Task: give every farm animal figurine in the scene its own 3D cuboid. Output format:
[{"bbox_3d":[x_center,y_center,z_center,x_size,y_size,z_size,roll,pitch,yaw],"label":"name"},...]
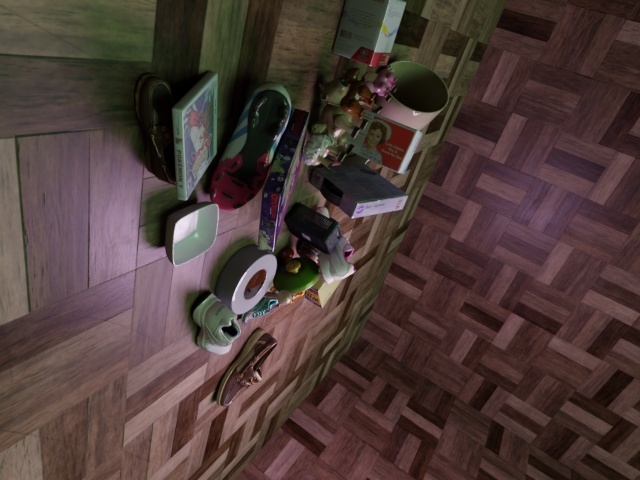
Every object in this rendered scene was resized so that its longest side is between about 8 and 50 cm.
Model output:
[{"bbox_3d":[0.067,-0.393,1.246,0.326,0.172,0.330,-56,174,27],"label":"farm animal figurine"}]

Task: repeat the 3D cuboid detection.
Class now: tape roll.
[{"bbox_3d":[-0.234,0.124,1.338,0.219,0.072,0.219,-50,158,-28],"label":"tape roll"}]

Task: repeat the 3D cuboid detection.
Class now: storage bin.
[{"bbox_3d":[-0.024,-0.040,1.463,0.084,0.180,0.122,-56,159,-16],"label":"storage bin"}]

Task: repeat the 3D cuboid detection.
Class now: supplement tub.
[{"bbox_3d":[0.000,0.000,1.692,0.198,0.106,0.106,-55,159,-19],"label":"supplement tub"}]

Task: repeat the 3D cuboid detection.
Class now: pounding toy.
[{"bbox_3d":[-0.118,0.111,1.516,0.237,0.183,0.110,-42,128,-34],"label":"pounding toy"}]

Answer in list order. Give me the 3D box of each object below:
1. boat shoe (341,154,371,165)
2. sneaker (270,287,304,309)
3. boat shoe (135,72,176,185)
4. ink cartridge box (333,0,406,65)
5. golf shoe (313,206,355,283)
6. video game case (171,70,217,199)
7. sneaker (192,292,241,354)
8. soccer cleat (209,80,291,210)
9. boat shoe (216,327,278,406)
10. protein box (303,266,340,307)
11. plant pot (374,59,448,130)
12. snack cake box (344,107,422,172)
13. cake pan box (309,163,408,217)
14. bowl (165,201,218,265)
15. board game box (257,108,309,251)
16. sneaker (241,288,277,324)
[{"bbox_3d":[0.145,-0.297,1.669,0.228,0.081,0.068,-39,147,-51],"label":"boat shoe"},{"bbox_3d":[-0.144,0.223,1.678,0.215,0.083,0.084,-35,150,-48],"label":"sneaker"},{"bbox_3d":[-0.285,-0.198,0.775,0.073,0.073,0.207,-39,150,-38],"label":"boat shoe"},{"bbox_3d":[0.137,-0.597,1.168,0.127,0.128,0.176,-33,147,-52],"label":"ink cartridge box"},{"bbox_3d":[0.052,0.008,1.557,0.115,0.140,0.306,48,31,-64],"label":"golf shoe"},{"bbox_3d":[-0.239,-0.207,0.815,0.201,0.023,0.183,-80,-178,-51],"label":"video game case"},{"bbox_3d":[-0.310,0.287,1.295,0.111,0.129,0.297,-50,159,-32],"label":"sneaker"},{"bbox_3d":[-0.161,-0.219,0.991,0.331,0.116,0.143,-55,-157,28],"label":"soccer cleat"},{"bbox_3d":[-0.289,0.529,1.683,0.342,0.123,0.123,-57,160,-10],"label":"boat shoe"},{"bbox_3d":[-0.002,0.155,1.851,0.199,0.136,0.201,-53,159,-21],"label":"protein box"},{"bbox_3d":[0.311,-0.494,1.616,0.256,0.256,0.274,-49,173,-30],"label":"plant pot"},{"bbox_3d":[0.196,-0.353,1.445,0.089,0.264,0.152,-16,133,-64],"label":"snack cake box"},{"bbox_3d":[0.130,-0.180,1.456,0.267,0.246,0.070,-13,131,-38],"label":"cake pan box"},{"bbox_3d":[-0.308,-0.023,0.983,0.142,0.053,0.142,-35,148,-50],"label":"bowl"},{"bbox_3d":[-0.094,-0.164,1.095,0.208,0.056,0.346,111,-6,-48],"label":"board game box"},{"bbox_3d":[-0.221,0.249,1.534,0.166,0.076,0.065,-48,156,-30],"label":"sneaker"}]
